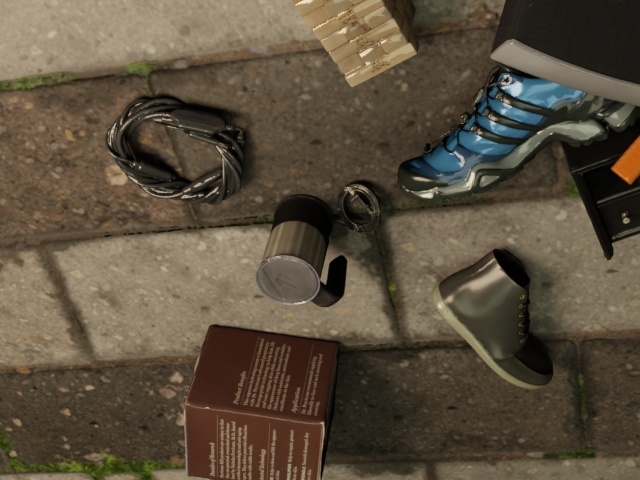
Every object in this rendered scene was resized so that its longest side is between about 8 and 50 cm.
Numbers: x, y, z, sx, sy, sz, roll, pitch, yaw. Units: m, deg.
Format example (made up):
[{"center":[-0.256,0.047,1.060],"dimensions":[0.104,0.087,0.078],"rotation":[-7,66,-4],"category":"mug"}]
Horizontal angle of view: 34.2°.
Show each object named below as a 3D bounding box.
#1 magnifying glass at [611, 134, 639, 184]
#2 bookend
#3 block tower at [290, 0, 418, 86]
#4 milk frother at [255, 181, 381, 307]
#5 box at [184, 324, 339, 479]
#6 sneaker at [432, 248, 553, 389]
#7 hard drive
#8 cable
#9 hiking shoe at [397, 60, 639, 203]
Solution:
[{"center":[0.412,-0.159,1.156],"dimensions":[0.092,0.026,0.231],"rotation":[42,98,14],"category":"magnifying glass"},{"center":[0.391,-0.075,1.256],"dimensions":[0.156,0.072,0.157],"rotation":[-20,128,16],"category":"bookend"},{"center":[-0.016,-0.333,1.126],"dimensions":[0.091,0.097,0.335],"rotation":[-24,118,26],"category":"block tower"},{"center":[0.000,0.000,1.355],"dimensions":[0.129,0.134,0.143],"rotation":[24,128,-10],"category":"milk frother"},{"center":[-0.084,0.251,1.545],"dimensions":[0.203,0.168,0.167],"rotation":[8,129,5],"category":"box"},{"center":[0.269,0.113,1.427],"dimensions":[0.222,0.083,0.118],"rotation":[40,124,-18],"category":"sneaker"},{"center":[0.326,-0.238,1.109],"dimensions":[0.255,0.054,0.172],"rotation":[15,94,-1],"category":"hard drive"},{"center":[-0.191,-0.114,1.365],"dimensions":[0.184,0.047,0.150],"rotation":[10,134,0],"category":"cable"},{"center":[0.216,-0.151,1.227],"dimensions":[0.304,0.113,0.132],"rotation":[-25,110,17],"category":"hiking shoe"}]
